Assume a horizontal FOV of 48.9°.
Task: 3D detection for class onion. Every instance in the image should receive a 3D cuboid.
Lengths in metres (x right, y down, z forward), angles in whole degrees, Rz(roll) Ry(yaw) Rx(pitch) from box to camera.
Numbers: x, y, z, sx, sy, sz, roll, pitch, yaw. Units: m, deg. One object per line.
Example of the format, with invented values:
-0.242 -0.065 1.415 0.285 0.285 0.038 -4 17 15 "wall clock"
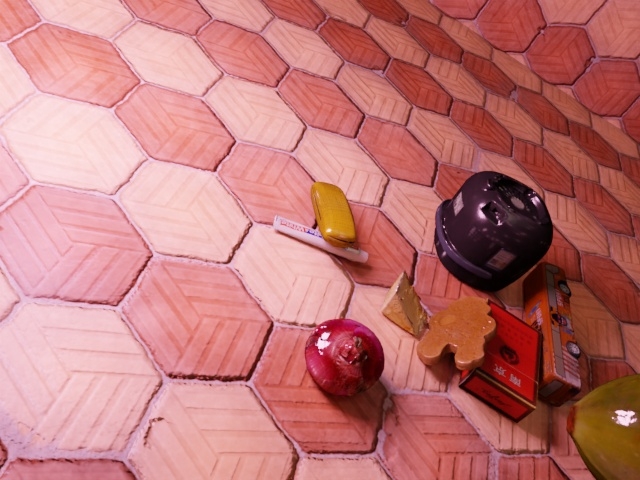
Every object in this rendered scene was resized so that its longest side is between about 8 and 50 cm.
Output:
0.051 0.193 1.243 0.150 0.140 0.150 8 53 -11 "onion"

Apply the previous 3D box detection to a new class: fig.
0.648 0.400 1.392 0.316 0.316 0.316 21 40 -19 "fig"

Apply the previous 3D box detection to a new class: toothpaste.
0.000 0.000 1.497 0.218 0.033 0.052 22 34 -12 "toothpaste"

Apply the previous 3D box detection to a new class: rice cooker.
0.411 -0.028 1.684 0.267 0.224 0.267 19 42 -18 "rice cooker"

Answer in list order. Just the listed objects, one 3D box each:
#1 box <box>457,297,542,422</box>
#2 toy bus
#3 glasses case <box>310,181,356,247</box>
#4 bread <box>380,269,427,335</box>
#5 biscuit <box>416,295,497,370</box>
0.386 0.250 1.498 0.153 0.074 0.240 36 38 -5 "box"
0.541 0.204 1.650 0.092 0.093 0.409 28 37 -8 "toy bus"
0.027 -0.059 1.523 0.079 0.064 0.234 16 28 -18 "glasses case"
0.187 0.136 1.455 0.109 0.080 0.084 35 39 0 "bread"
0.289 0.189 1.460 0.144 0.040 0.236 10 30 23 "biscuit"
